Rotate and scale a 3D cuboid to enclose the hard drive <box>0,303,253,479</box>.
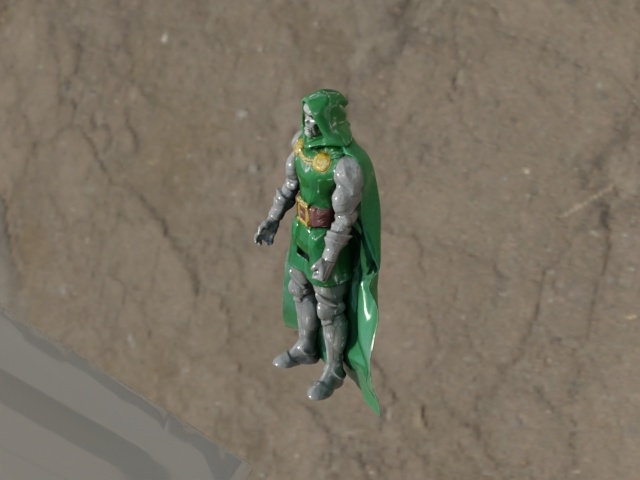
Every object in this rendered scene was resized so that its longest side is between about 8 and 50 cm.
[{"bbox_3d":[-0.159,0.156,0.293,0.040,0.210,0.319,23,76,36],"label":"hard drive"}]

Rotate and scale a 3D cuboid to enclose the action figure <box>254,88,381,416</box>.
[{"bbox_3d":[0.000,0.000,0.858,0.137,0.063,0.232,34,132,45],"label":"action figure"}]
